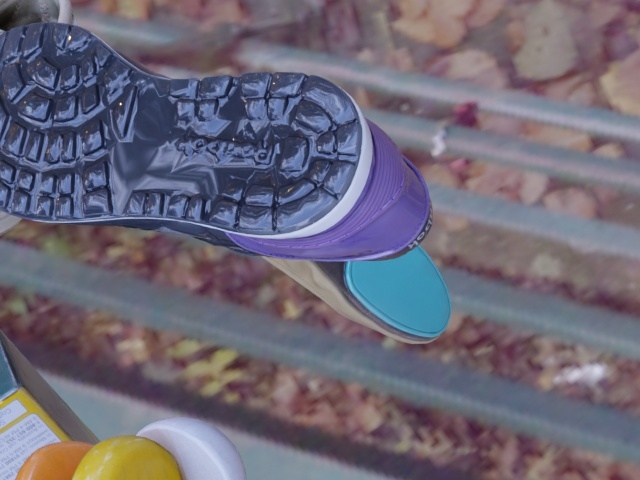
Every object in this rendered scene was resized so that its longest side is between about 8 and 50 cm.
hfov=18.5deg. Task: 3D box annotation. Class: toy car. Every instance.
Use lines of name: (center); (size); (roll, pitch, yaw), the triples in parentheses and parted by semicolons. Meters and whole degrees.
toy car: (-0.117, 0.194, 1.102); (0.136, 0.159, 0.182); (-5, 110, 38)

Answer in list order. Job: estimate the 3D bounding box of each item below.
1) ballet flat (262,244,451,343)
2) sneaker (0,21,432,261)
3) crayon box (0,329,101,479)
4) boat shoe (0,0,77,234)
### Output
ballet flat: (0.000, 0.000, 1.363); (0.073, 0.232, 0.080); (-3, 57, 46)
sneaker: (-0.073, -0.035, 1.044); (0.283, 0.124, 0.107); (15, 81, 34)
crayon box: (-0.236, 0.230, 1.471); (0.203, 0.323, 0.083); (-34, 42, 0)
boat shoe: (-0.212, -0.081, 1.181); (0.109, 0.302, 0.098); (9, 114, 8)
